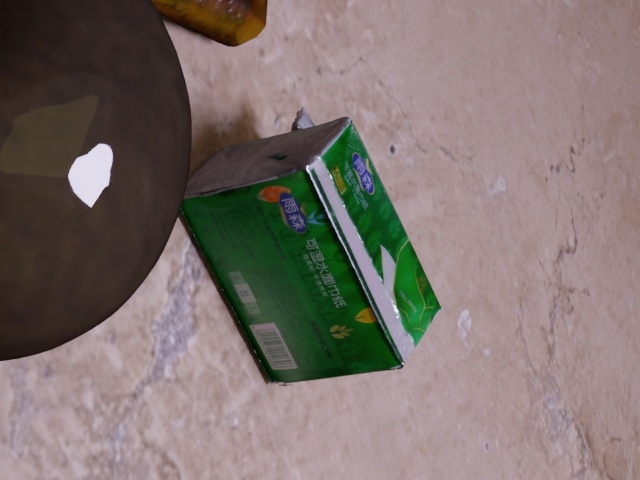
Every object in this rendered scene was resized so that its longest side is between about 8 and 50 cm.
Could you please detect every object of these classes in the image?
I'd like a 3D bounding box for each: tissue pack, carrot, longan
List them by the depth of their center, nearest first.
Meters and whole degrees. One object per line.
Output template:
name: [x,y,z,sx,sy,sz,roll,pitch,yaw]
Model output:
longan: [-0.210,-0.073,0.956,0.300,0.243,0.300,57,20,-35]
carrot: [-0.140,-0.227,1.264,0.260,0.070,0.070,19,67,-50]
tissue pack: [0.001,-0.001,1.339,0.156,0.148,0.209,-52,123,-48]
